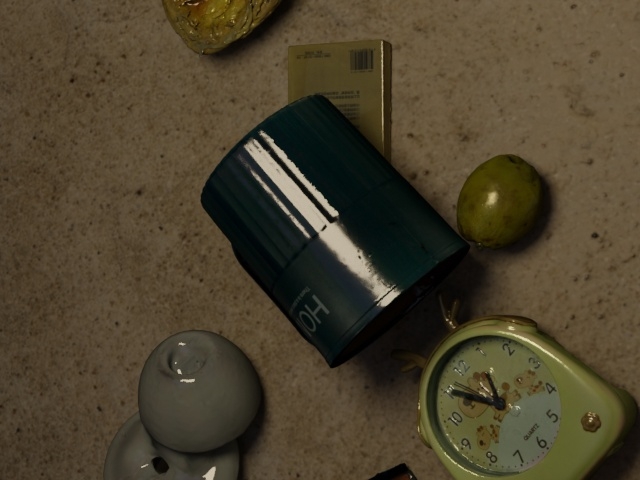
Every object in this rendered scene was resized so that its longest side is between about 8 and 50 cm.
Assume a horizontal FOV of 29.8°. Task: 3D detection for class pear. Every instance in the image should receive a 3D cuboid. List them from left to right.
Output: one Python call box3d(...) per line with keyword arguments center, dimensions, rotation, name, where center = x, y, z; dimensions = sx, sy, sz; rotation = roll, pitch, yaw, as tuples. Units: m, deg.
box3d(center=(0.235, -0.048, 1.572), dimensions=(0.107, 0.107, 0.131), rotation=(26, 101, 25), name="pear")

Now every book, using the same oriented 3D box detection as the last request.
box3d(center=(0.027, -0.168, 1.721), dimensions=(0.161, 0.026, 0.230), rotation=(2, 93, 28), name="book")

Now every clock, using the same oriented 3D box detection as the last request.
box3d(center=(0.237, 0.207, 1.580), dimensions=(0.308, 0.096, 0.235), rotation=(44, 111, 20), name="clock")

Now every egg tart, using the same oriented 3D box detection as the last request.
box3d(center=(-0.126, -0.385, 1.762), dimensions=(0.232, 0.098, 0.252), rotation=(26, 100, 32), name="egg tart")

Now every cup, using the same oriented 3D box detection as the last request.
box3d(center=(0.014, -0.012, 1.622), dimensions=(0.242, 0.308, 0.292), rotation=(-41, 81, -4), name="cup")

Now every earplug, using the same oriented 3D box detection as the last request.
box3d(center=(-0.210, 0.282, 1.778), dimensions=(0.214, 0.175, 0.325), rotation=(30, 105, 26), name="earplug")

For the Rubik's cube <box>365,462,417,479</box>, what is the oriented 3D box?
box3d(center=(0.069, 0.431, 1.630), dimensions=(0.167, 0.183, 0.180), rotation=(-40, 75, 25), name="Rubik's cube")
